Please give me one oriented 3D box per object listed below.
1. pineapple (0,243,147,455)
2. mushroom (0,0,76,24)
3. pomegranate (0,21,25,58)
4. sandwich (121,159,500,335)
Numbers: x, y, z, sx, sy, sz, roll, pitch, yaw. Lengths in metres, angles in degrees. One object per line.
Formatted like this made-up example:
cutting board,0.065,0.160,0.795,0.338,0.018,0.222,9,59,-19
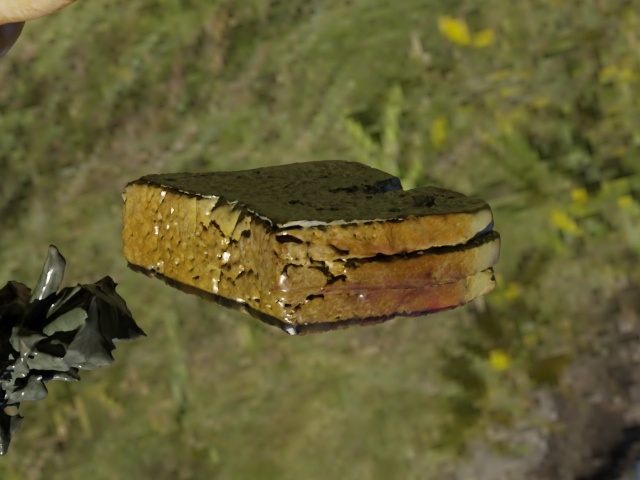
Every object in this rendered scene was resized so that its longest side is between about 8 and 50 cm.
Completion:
pineapple,-0.232,0.099,1.266,0.248,0.128,0.128,-35,-175,13
mushroom,-0.249,-0.232,1.259,0.278,0.146,0.278,2,147,1
pomegranate,-0.343,-0.216,1.631,0.209,0.209,0.209,-15,-171,3
sandwich,0.000,-0.002,1.702,0.249,0.095,0.273,-6,-166,-33
